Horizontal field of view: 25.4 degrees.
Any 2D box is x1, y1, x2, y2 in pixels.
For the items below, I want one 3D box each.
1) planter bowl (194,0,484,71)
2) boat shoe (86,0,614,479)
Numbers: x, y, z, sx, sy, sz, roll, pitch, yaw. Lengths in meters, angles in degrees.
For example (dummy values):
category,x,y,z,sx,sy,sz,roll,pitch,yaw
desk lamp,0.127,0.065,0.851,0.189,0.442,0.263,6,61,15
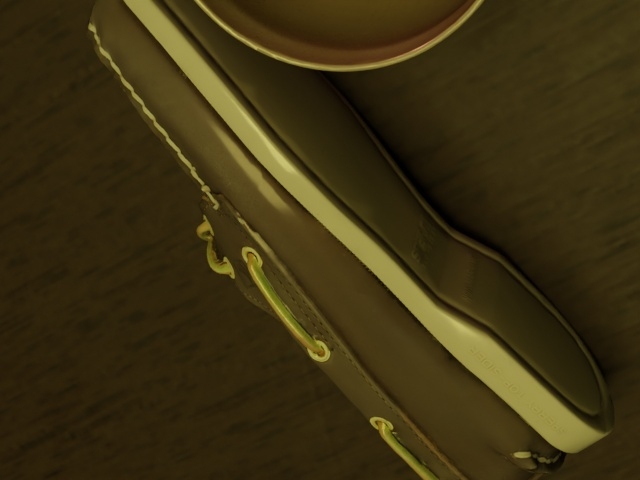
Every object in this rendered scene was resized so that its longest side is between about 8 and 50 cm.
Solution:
category,x,y,z,sx,sy,sz,roll,pitch,yaw
planter bowl,0.019,-0.165,0.611,0.162,0.109,0.162,8,114,18
boat shoe,0.000,0.000,0.687,0.324,0.116,0.096,44,116,-8
